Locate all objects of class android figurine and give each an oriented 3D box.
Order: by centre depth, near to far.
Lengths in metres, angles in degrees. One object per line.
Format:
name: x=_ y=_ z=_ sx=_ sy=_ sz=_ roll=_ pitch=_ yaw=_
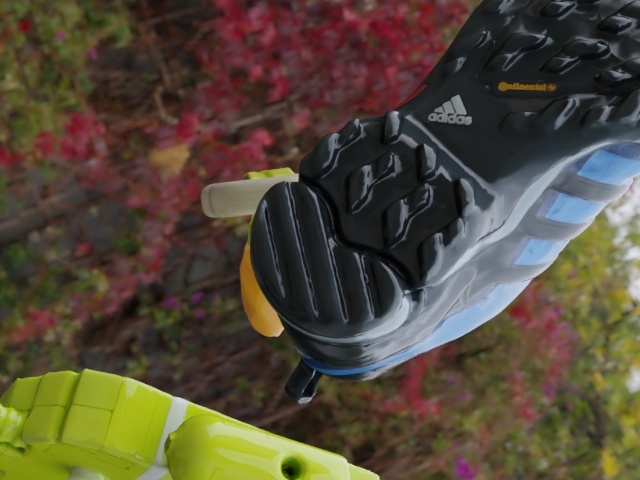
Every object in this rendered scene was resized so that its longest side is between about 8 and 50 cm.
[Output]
android figurine: x=-0.080 y=0.147 z=0.886 sx=0.248 sy=0.272 sz=0.056 roll=-37 pitch=-145 yaw=57

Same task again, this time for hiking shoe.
hiking shoe: x=0.095 y=-0.045 z=0.740 sx=0.113 sy=0.304 sz=0.132 roll=53 pitch=-14 yaw=21

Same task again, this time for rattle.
rattle: x=0.000 y=0.000 z=1.197 sx=0.199 sy=0.130 sz=0.143 roll=-2 pitch=-101 yaw=42
